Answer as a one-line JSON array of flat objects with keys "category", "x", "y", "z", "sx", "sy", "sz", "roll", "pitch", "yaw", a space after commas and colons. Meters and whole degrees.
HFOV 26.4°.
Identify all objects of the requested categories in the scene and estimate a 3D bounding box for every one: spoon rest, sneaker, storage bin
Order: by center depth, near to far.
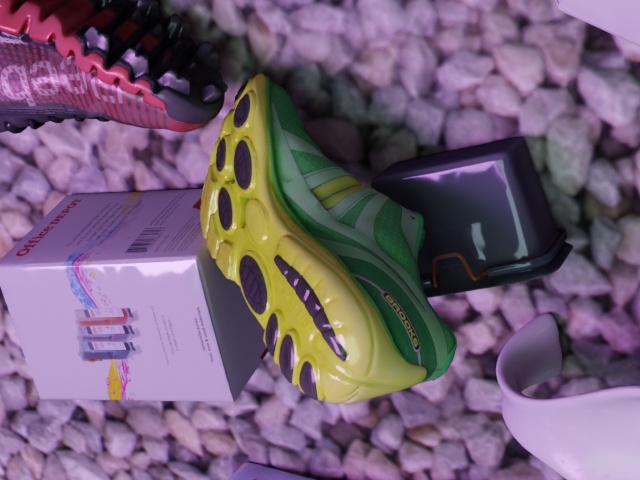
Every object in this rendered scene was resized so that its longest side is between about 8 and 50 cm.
[{"category": "spoon rest", "x": 0.200, "y": 0.135, "z": 0.922, "sx": 0.084, "sy": 0.276, "sz": 0.137, "roll": -20, "pitch": 115, "yaw": -17}, {"category": "sneaker", "x": 0.000, "y": 0.000, "z": 0.941, "sx": 0.123, "sy": 0.296, "sz": 0.109, "roll": 7, "pitch": 129, "yaw": -32}, {"category": "storage bin", "x": 0.099, "y": -0.016, "z": 0.978, "sx": 0.135, "sy": 0.098, "sz": 0.091, "roll": -12, "pitch": 103, "yaw": 25}, {"category": "sneaker", "x": -0.200, "y": -0.129, "z": 1.016, "sx": 0.276, "sy": 0.098, "sz": 0.135, "roll": 23, "pitch": 123, "yaw": 10}]

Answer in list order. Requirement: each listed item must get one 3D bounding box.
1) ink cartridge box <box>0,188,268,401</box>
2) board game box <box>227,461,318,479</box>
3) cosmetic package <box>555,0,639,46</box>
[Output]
[{"category": "ink cartridge box", "x": -0.137, "y": 0.041, "z": 1.069, "sx": 0.176, "sy": 0.128, "sz": 0.127, "roll": -1, "pitch": 117, "yaw": 22}, {"category": "board game box", "x": 0.073, "y": 0.366, "z": 1.168, "sx": 0.318, "sy": 0.066, "sz": 0.318, "roll": 8, "pitch": 121, "yaw": 33}, {"category": "cosmetic package", "x": 0.254, "y": -0.240, "z": 0.592, "sx": 0.197, "sy": 0.155, "sz": 0.366, "roll": 31, "pitch": 141, "yaw": 19}]
